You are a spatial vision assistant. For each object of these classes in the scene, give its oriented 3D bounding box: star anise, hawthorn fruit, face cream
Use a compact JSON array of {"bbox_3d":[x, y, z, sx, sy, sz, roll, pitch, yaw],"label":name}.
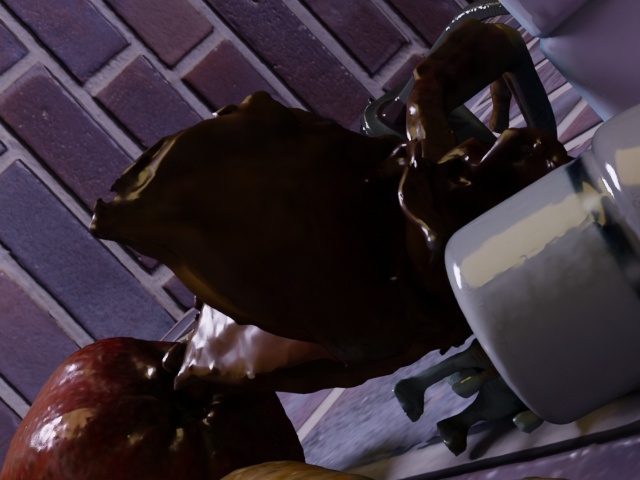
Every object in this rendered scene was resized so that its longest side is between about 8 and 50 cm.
[{"bbox_3d":[0.042,-0.014,0.637,0.237,0.148,0.346,-30,-2,41],"label":"star anise"},{"bbox_3d":[-0.102,0.144,0.729,0.194,0.157,0.157,-53,-1,38],"label":"hawthorn fruit"},{"bbox_3d":[0.188,-0.048,0.432,0.314,0.089,0.143,-34,7,15],"label":"face cream"}]

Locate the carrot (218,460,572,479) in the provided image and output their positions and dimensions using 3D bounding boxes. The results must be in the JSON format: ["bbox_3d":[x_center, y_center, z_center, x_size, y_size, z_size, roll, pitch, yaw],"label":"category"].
[{"bbox_3d":[0.028,0.110,0.468,0.078,0.078,0.298,-47,9,-27],"label":"carrot"}]

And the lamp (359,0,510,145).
[{"bbox_3d":[0.183,-0.161,1.114,0.283,0.124,0.203,-35,1,45],"label":"lamp"}]

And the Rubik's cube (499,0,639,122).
[{"bbox_3d":[0.223,-0.283,0.701,0.319,0.316,0.322,-40,8,34],"label":"Rubik's cube"}]

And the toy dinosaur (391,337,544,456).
[{"bbox_3d":[0.093,0.052,0.589,0.106,0.044,0.187,-33,-5,12],"label":"toy dinosaur"}]
